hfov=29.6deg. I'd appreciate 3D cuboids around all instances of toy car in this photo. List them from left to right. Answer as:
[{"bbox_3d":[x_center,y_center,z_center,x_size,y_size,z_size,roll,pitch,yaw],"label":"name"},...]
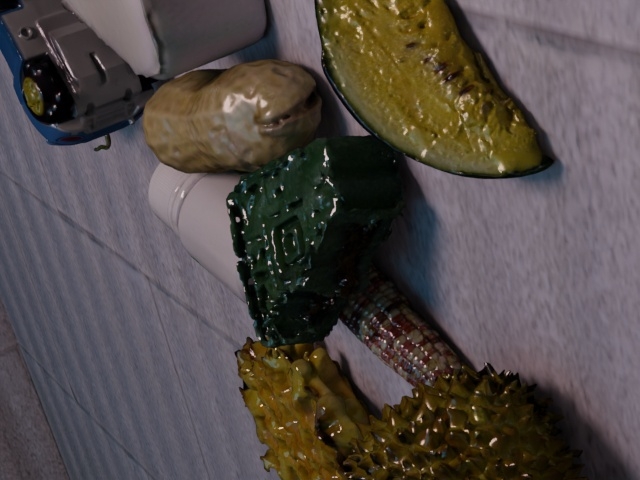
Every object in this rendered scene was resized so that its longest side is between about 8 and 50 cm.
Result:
[{"bbox_3d":[-0.354,-0.278,1.624,0.314,0.198,0.166,59,148,4],"label":"toy car"}]

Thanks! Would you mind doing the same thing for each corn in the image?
[{"bbox_3d":[0.072,0.090,1.332,0.237,0.079,0.079,45,150,28],"label":"corn"}]

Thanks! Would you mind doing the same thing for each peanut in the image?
[{"bbox_3d":[-0.100,-0.138,1.374,0.290,0.130,0.130,5,119,56],"label":"peanut"}]

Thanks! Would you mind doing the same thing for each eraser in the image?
[{"bbox_3d":[-0.191,-0.326,1.339,0.331,0.150,0.331,44,147,39],"label":"eraser"}]

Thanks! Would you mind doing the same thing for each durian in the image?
[{"bbox_3d":[0.145,0.257,1.182,0.258,0.258,0.293,45,153,33],"label":"durian"}]

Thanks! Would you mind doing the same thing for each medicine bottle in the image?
[{"bbox_3d":[-0.105,-0.022,1.482,0.237,0.139,0.139,35,143,45],"label":"medicine bottle"}]

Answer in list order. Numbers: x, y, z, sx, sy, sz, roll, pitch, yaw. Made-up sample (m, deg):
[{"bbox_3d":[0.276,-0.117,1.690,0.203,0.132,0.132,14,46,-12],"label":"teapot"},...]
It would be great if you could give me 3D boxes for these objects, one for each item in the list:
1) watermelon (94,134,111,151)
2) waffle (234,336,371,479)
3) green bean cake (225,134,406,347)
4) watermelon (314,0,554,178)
[{"bbox_3d":[-0.353,-0.214,1.772,0.187,0.141,0.140,48,152,17],"label":"watermelon"},{"bbox_3d":[-0.001,0.295,1.652,0.379,0.095,0.382,63,158,2],"label":"waffle"},{"bbox_3d":[0.000,0.000,1.254,0.208,0.107,0.193,-23,72,50],"label":"green bean cake"},{"bbox_3d":[0.081,-0.163,1.070,0.129,0.123,0.301,-36,80,32],"label":"watermelon"}]
